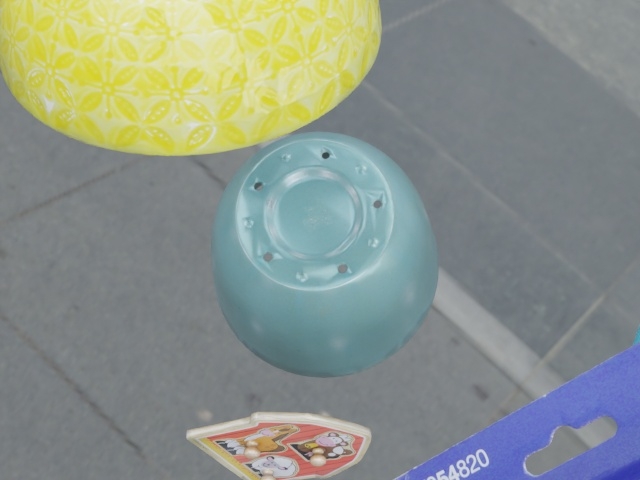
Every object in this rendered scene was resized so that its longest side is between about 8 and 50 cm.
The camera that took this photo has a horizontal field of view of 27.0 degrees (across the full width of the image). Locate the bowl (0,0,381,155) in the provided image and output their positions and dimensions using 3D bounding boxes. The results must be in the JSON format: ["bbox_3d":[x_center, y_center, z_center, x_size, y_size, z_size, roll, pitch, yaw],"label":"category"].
[{"bbox_3d":[-0.099,-0.211,0.958,0.290,0.156,0.289,-1,44,1],"label":"bowl"}]

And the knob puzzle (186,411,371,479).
[{"bbox_3d":[-0.031,0.250,1.557,0.213,0.213,0.030,16,54,-24],"label":"knob puzzle"}]

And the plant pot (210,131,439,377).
[{"bbox_3d":[0.000,0.000,1.610,0.293,0.235,0.293,-1,73,3],"label":"plant pot"}]

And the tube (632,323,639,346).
[{"bbox_3d":[0.218,0.015,0.746,0.080,0.207,0.052,-11,35,-35],"label":"tube"}]

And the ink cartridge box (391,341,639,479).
[{"bbox_3d":[0.151,0.175,0.631,0.045,0.223,0.224,-5,64,-56],"label":"ink cartridge box"}]
